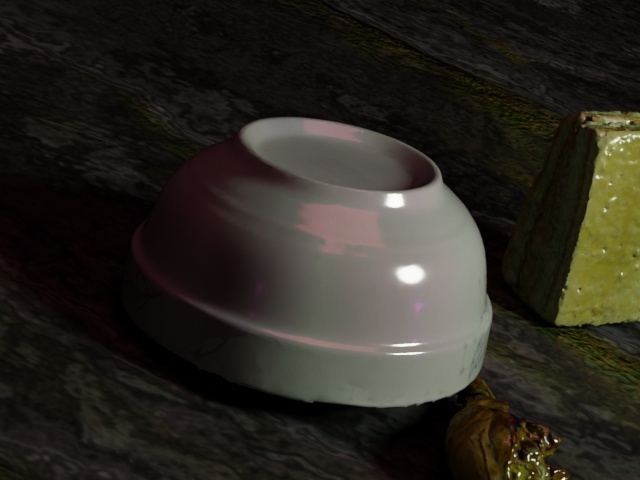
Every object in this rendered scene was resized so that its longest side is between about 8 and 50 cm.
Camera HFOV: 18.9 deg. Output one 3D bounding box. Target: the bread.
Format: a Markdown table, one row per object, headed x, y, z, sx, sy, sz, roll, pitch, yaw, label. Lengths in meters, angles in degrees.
| x | y | z | sx | sy | sz | roll | pitch | yaw | label |
| --- | --- | --- | --- | --- | --- | --- | --- | --- | --- |
| 0.251 | -0.025 | 1.696 | 0.138 | 0.196 | 0.102 | -3 | 29 | -35 | bread |

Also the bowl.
| x | y | z | sx | sy | sz | roll | pitch | yaw | label |
| --- | --- | --- | --- | --- | --- | --- | --- | --- | --- |
| 0.000 | 0.000 | 1.450 | 0.287 | 0.144 | 0.287 | 11 | 21 | -4 | bowl |

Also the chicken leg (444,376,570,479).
| x | y | z | sx | sy | sz | roll | pitch | yaw | label |
| --- | --- | --- | --- | --- | --- | --- | --- | --- | --- |
| 0.129 | 0.145 | 1.388 | 0.093 | 0.070 | 0.178 | 17 | 13 | -10 | chicken leg |
